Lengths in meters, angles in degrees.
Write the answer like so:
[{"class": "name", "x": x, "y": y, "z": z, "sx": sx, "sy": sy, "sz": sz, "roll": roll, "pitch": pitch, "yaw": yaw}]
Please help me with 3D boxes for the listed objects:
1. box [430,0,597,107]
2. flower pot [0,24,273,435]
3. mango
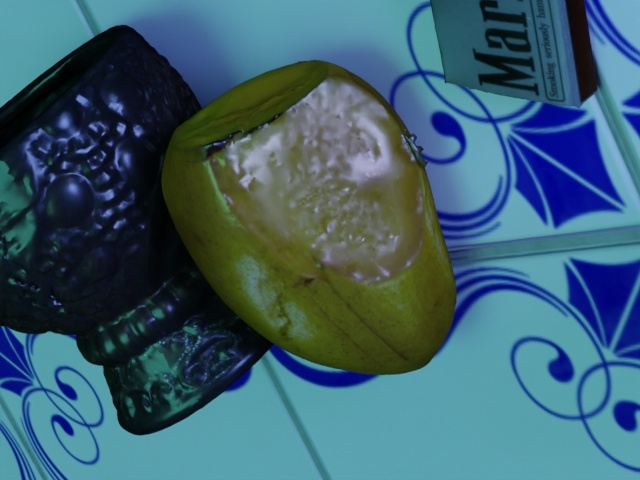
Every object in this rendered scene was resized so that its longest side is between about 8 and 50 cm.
[{"class": "box", "x": 0.118, "y": -0.177, "z": 1.232, "sx": 0.115, "sy": 0.036, "sz": 0.177, "roll": 15, "pitch": 131, "yaw": 41}, {"class": "flower pot", "x": -0.167, "y": 0.001, "z": 1.524, "sx": 0.267, "sy": 0.266, "sz": 0.266, "roll": 49, "pitch": 146, "yaw": -15}, {"class": "mango", "x": 0.000, "y": 0.000, "z": 1.405, "sx": 0.138, "sy": 0.187, "sz": 0.257, "roll": -122, "pitch": 7, "yaw": -67}]
